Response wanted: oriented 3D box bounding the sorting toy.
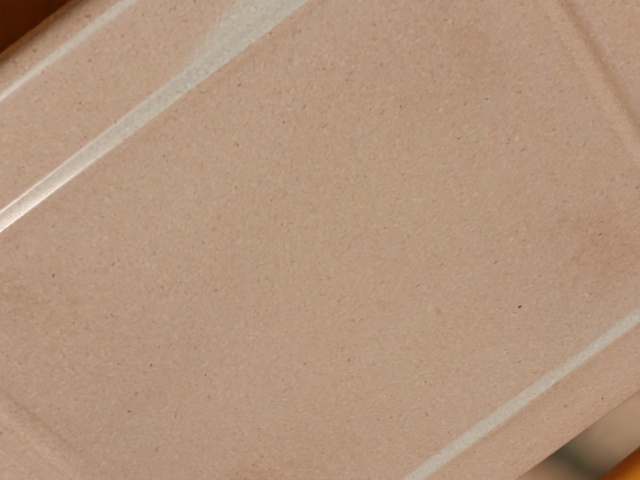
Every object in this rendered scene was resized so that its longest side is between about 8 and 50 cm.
[{"bbox_3d":[0.000,0.000,0.387,0.196,0.047,0.348,-33,135,7],"label":"sorting toy"}]
